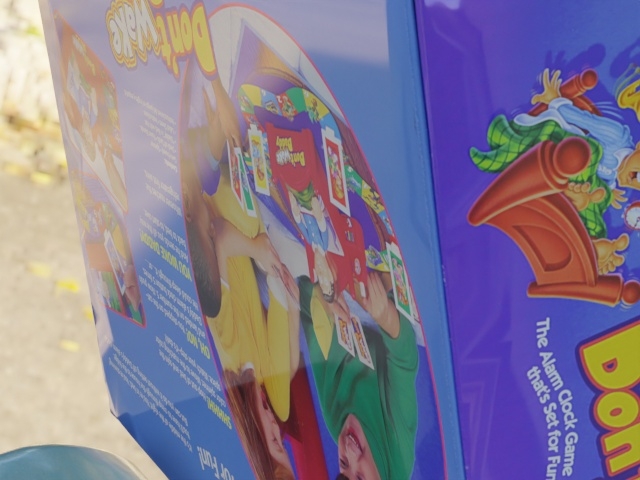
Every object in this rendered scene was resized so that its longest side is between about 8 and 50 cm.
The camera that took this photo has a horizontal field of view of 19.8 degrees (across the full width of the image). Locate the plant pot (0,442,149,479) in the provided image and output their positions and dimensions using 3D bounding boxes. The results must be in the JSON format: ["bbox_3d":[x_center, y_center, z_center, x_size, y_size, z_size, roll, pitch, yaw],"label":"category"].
[{"bbox_3d":[-0.132,0.193,0.833,0.166,0.165,0.234,47,16,5],"label":"plant pot"}]

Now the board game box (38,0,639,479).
[{"bbox_3d":[0.000,0.000,0.589,0.078,0.233,0.347,-15,21,-20],"label":"board game box"}]
